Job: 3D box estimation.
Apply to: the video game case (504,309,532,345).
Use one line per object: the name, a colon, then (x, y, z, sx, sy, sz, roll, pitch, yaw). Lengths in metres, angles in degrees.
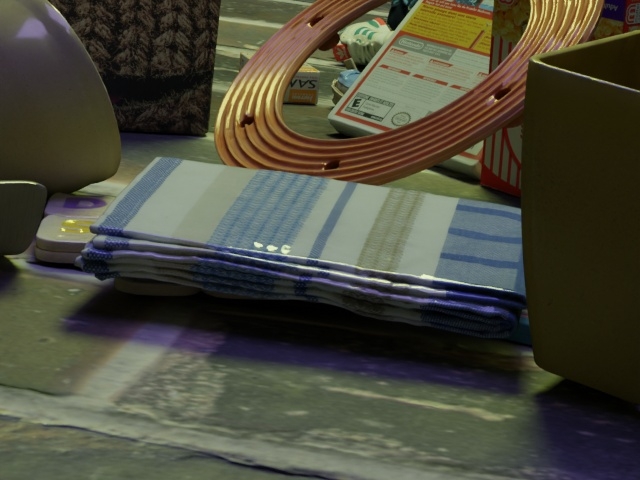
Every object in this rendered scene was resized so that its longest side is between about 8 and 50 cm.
video game case: (0.141, 0.039, 1.279, 0.119, 0.015, 0.166, 12, 16, 20)

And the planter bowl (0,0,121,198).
planter bowl: (-0.239, -0.095, 1.391, 0.109, 0.162, 0.162, -30, 31, -25)

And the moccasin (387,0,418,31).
moccasin: (0.142, -0.275, 2.196, 0.137, 0.117, 0.342, -6, 8, -19)

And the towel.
towel: (0.000, 0.000, 1.229, 0.285, 0.034, 0.209, 8, 19, 6)

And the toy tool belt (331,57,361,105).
toy tool belt: (0.048, -0.155, 1.907, 0.052, 0.051, 0.083, -6, 19, -38)

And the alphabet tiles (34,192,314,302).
alphabet tiles: (-0.056, -0.005, 1.323, 0.284, 0.021, 0.278, 2, 14, -3)

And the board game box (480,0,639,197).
board game box: (0.208, -0.125, 1.577, 0.045, 0.194, 0.146, -12, 23, -39)

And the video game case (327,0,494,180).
video game case: (0.158, -0.193, 1.758, 0.204, 0.285, 0.025, 22, -21, 46)

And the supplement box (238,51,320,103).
supplement box: (-0.044, -0.171, 1.959, 0.062, 0.036, 0.098, 1, 16, -19)

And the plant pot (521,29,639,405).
plant pot: (0.235, -0.002, 1.115, 0.212, 0.187, 0.212, 20, 19, 24)

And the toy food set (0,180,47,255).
toy food set: (-0.353, -0.056, 1.272, 0.219, 0.092, 0.306, -4, 18, -35)

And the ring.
ring: (0.070, -0.140, 1.495, 0.336, 0.032, 0.337, -21, 31, 14)

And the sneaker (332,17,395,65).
sneaker: (0.056, -0.219, 2.178, 0.075, 0.057, 0.161, -15, 21, -9)

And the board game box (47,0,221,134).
board game box: (-0.212, -0.258, 1.714, 0.232, 0.291, 0.141, 2, 15, -16)
